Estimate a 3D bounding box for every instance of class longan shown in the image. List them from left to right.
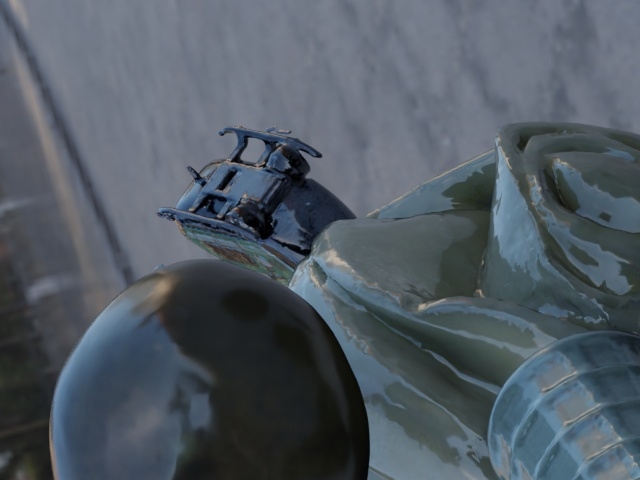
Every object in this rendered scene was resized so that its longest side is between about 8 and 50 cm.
[{"bbox_3d":[-0.057,0.102,0.911,0.167,0.167,0.187,-121,28,-55],"label":"longan"}]

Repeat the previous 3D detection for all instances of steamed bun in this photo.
[{"bbox_3d":[0.166,0.069,1.124,0.255,0.368,0.342,105,147,-51],"label":"steamed bun"}]

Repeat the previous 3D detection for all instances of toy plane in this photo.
[{"bbox_3d":[0.000,0.000,1.429,0.382,0.106,0.155,12,150,45],"label":"toy plane"}]

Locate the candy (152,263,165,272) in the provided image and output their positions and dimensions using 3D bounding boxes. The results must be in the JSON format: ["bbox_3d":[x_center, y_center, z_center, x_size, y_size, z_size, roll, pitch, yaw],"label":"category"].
[{"bbox_3d":[-0.055,0.072,1.339,0.043,0.175,0.045,-65,-1,-76],"label":"candy"}]

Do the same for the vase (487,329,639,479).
[{"bbox_3d":[0.168,0.151,0.786,0.299,0.143,0.143,-115,14,-63],"label":"vase"}]
